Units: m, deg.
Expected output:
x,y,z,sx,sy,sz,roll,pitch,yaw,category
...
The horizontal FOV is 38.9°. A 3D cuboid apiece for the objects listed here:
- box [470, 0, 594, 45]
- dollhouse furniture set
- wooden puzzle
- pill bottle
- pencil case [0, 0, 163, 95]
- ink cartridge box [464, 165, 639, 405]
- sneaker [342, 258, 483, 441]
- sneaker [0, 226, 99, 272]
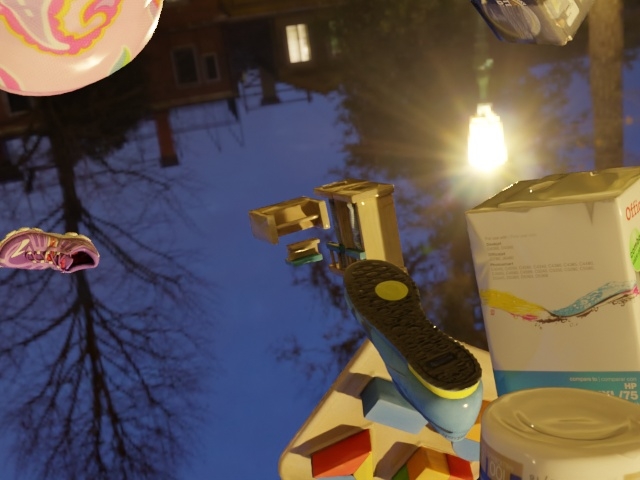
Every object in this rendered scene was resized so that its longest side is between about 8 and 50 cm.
x,y,z,sx,sy,sz,roll,pitch,yaw,category
0.210,-0.427,0.808,0.097,0.318,0.395,19,-108,48,box
0.000,0.000,1.243,0.183,0.129,0.129,-16,-166,-22,dollhouse furniture set
0.146,0.308,1.408,0.322,0.348,0.080,21,-151,-18,wooden puzzle
0.154,0.198,0.571,0.112,0.187,0.112,0,-169,0,pill bottle
-0.118,-0.186,0.316,0.124,0.284,0.124,3,-125,-4,pencil case
0.331,0.060,1.162,0.197,0.270,0.198,-5,-167,36,ink cartridge box
0.076,0.098,0.833,0.069,0.082,0.209,-16,-140,-19,sneaker
-0.434,0.020,1.455,0.170,0.068,0.071,-3,-154,-38,sneaker
